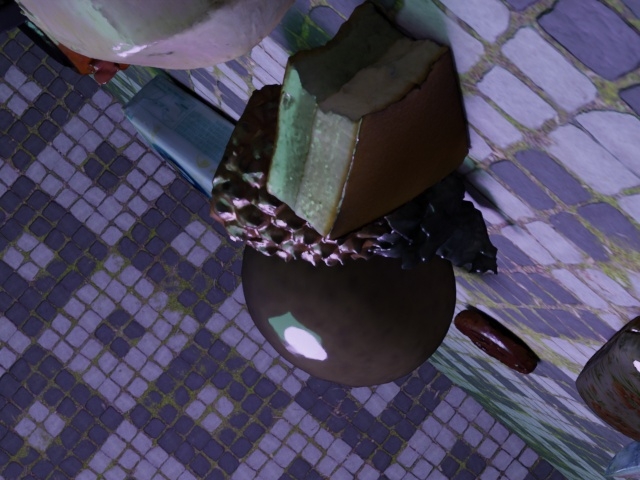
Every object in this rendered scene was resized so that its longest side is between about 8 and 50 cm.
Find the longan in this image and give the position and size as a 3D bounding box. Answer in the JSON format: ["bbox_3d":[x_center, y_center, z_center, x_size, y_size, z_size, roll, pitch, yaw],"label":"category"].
[{"bbox_3d":[0.044,0.066,1.353,0.361,0.361,0.361,39,174,5],"label":"longan"}]

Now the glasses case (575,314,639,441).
[{"bbox_3d":[0.398,0.177,0.969,0.156,0.098,0.425,33,172,17],"label":"glasses case"}]

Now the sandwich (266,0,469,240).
[{"bbox_3d":[0.067,-0.127,0.785,0.108,0.220,0.186,40,138,25],"label":"sandwich"}]

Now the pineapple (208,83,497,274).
[{"bbox_3d":[0.061,-0.051,1.007,0.357,0.223,0.223,20,171,8],"label":"pineapple"}]

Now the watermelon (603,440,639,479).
[{"bbox_3d":[0.580,0.383,1.414,0.180,0.081,0.094,-6,124,30],"label":"watermelon"}]

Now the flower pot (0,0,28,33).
[{"bbox_3d":[-0.538,-0.460,1.242,0.293,0.293,0.330,43,180,-23],"label":"flower pot"}]

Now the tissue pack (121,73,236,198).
[{"bbox_3d":[-0.252,-0.195,1.944,0.388,0.162,0.287,37,173,31],"label":"tissue pack"}]

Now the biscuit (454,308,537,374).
[{"bbox_3d":[0.359,0.206,1.686,0.192,0.049,0.192,33,171,6],"label":"biscuit"}]

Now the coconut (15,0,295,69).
[{"bbox_3d":[-0.121,-0.236,0.570,0.197,0.237,0.237,26,165,49],"label":"coconut"}]

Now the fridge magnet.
[{"bbox_3d":[-0.540,-0.475,1.682,0.363,0.155,0.363,40,173,6],"label":"fridge magnet"}]
